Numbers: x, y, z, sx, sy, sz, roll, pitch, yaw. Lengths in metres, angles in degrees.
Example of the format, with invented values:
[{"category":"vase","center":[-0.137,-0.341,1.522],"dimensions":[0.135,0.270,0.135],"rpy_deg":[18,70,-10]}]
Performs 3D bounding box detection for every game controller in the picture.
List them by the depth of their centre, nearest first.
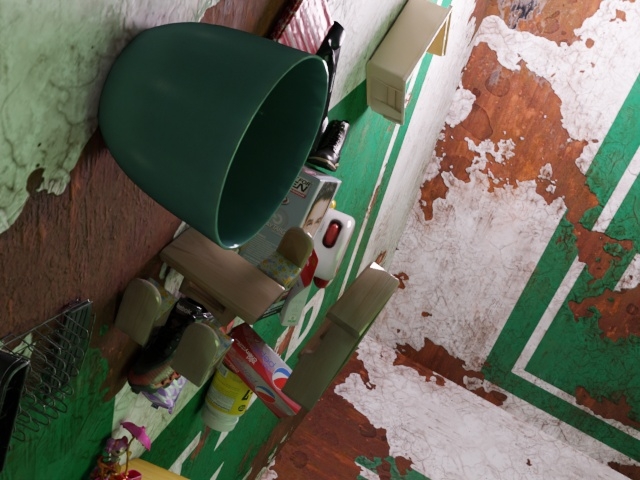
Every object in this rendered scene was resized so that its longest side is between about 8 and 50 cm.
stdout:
[{"category":"game controller","center":[-0.009,-0.327,1.878],"dimensions":[0.319,0.067,0.166],"rpy_deg":[104,5,-48]}]

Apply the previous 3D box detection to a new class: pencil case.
[{"category":"pencil case","center":[-0.307,0.272,1.844],"dimensions":[0.206,0.088,0.086],"rpy_deg":[-59,169,-18]}]

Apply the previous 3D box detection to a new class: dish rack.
[{"category":"dish rack","center":[-0.428,0.212,1.295],"dimensions":[0.271,0.074,0.208],"rpy_deg":[-36,152,-62]}]

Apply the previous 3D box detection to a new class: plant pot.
[{"category":"plant pot","center":[-0.163,-0.167,1.185],"dimensions":[0.293,0.235,0.293],"rpy_deg":[-57,166,-23]}]

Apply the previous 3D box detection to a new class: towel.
[{"category":"towel","center":[-0.062,-0.359,1.621],"dimensions":[0.274,0.031,0.199],"rpy_deg":[-60,164,-8]}]

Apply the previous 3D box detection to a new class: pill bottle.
[{"category":"pill bottle","center":[-0.242,0.405,2.295],"dimensions":[0.208,0.119,0.119],"rpy_deg":[-66,167,17]}]

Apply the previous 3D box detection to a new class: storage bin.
[{"category":"storage bin","center":[0.241,-0.491,2.326],"dimensions":[0.262,0.123,0.260],"rpy_deg":[-59,166,-16]}]

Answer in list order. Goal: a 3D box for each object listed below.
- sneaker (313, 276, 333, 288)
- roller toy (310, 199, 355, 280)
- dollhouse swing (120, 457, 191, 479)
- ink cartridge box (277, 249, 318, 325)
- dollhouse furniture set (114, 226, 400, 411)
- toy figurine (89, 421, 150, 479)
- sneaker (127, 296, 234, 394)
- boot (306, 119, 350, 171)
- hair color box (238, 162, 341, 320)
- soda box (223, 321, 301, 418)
[{"category":"sneaker","center":[-0.010,0.064,2.623],"dimensions":[0.128,0.087,0.221],"rpy_deg":[-29,134,-52]},{"category":"roller toy","center":[0.000,0.000,2.343],"dimensions":[0.191,0.146,0.209],"rpy_deg":[-59,170,-68]},{"category":"dollhouse swing","center":[-0.430,0.732,1.907],"dimensions":[0.305,0.315,0.346],"rpy_deg":[-101,-144,-78]},{"category":"ink cartridge box","center":[-0.074,0.081,2.200],"dimensions":[0.181,0.056,0.224],"rpy_deg":[-112,-150,-48]},{"category":"dollhouse furniture set","center":[-0.099,0.087,1.562],"dimensions":[0.362,0.394,0.256],"rpy_deg":[-46,168,-49]},{"category":"toy figurine","center":[-0.428,0.465,1.798],"dimensions":[0.173,0.130,0.159],"rpy_deg":[5,99,-50]},{"category":"sneaker","center":[-0.293,0.193,1.732],"dimensions":[0.276,0.098,0.135],"rpy_deg":[-42,142,-32]},{"category":"boot","center":[0.026,-0.247,2.137],"dimensions":[0.198,0.077,0.137],"rpy_deg":[-64,176,-83]},{"category":"hair color box","center":[-0.096,0.000,2.049],"dimensions":[0.374,0.114,0.185],"rpy_deg":[-65,167,10]},{"category":"soda box","center":[-0.149,0.336,2.184],"dimensions":[0.092,0.263,0.083],"rpy_deg":[-29,-163,52]}]
